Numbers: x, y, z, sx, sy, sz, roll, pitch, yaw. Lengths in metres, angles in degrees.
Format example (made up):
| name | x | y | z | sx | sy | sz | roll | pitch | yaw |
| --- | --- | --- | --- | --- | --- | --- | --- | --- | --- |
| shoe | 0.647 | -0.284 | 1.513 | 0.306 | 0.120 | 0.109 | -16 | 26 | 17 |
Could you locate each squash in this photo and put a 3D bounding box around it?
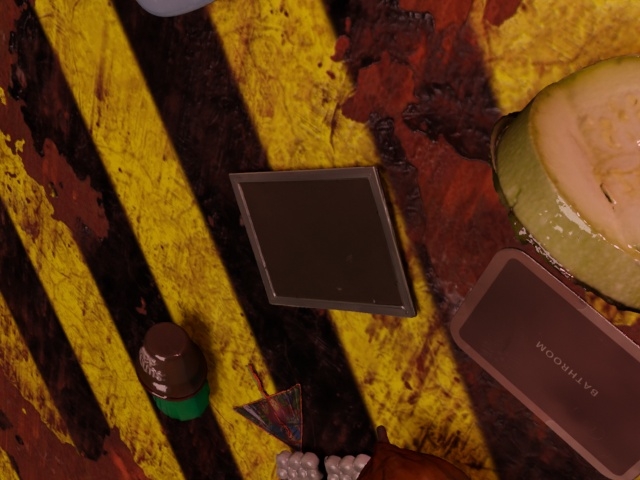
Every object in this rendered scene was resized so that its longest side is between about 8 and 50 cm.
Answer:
| name | x | y | z | sx | sy | sz | roll | pitch | yaw |
| --- | --- | --- | --- | --- | --- | --- | --- | --- | --- |
| squash | 0.250 | -0.054 | 0.767 | 0.220 | 0.220 | 0.133 | 46 | 141 | 12 |

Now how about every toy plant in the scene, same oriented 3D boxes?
| name | x | y | z | sx | sy | sz | roll | pitch | yaw |
| --- | --- | --- | --- | --- | --- | --- | --- | --- | --- |
| toy plant | -0.233 | 0.207 | 1.481 | 0.143 | 0.105 | 0.200 | 42 | 149 | 28 |

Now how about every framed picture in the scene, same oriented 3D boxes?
| name | x | y | z | sx | sy | sz | roll | pitch | yaw |
| --- | --- | --- | --- | --- | --- | --- | --- | --- | --- |
| framed picture | 0.000 | 0.000 | 1.191 | 0.252 | 0.014 | 0.197 | 2 | 115 | 43 |

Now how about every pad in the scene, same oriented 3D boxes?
| name | x | y | z | sx | sy | sz | roll | pitch | yaw |
| --- | --- | --- | --- | --- | --- | --- | --- | --- | --- |
| pad | 0.266 | 0.138 | 1.032 | 0.266 | 0.002 | 0.176 | 42 | 137 | 17 |

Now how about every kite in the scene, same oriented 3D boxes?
| name | x | y | z | sx | sy | sz | roll | pitch | yaw |
| --- | --- | --- | --- | --- | --- | --- | --- | --- | --- |
| kite | -0.072 | 0.254 | 1.422 | 0.190 | 0.010 | 0.159 | -31 | 91 | 48 |

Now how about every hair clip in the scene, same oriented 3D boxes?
| name | x | y | z | sx | sy | sz | roll | pitch | yaw |
| --- | --- | --- | --- | --- | --- | --- | --- | --- | --- |
| hair clip | 0.009 | 0.370 | 1.395 | 0.220 | 0.054 | 0.140 | -7 | 103 | 42 |

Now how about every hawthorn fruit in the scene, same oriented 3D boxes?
| name | x | y | z | sx | sy | sz | roll | pitch | yaw |
| --- | --- | --- | --- | --- | --- | --- | --- | --- | --- |
| hawthorn fruit | 0.111 | 0.352 | 1.179 | 0.208 | 0.208 | 0.248 | -31 | 79 | 49 |

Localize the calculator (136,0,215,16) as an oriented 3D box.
| name | x | y | z | sx | sy | sz | roll | pitch | yaw |
| --- | --- | --- | --- | --- | --- | --- | --- | --- | --- |
| calculator | -0.174 | -0.363 | 1.109 | 0.303 | 0.042 | 0.188 | -5 | 112 | 45 |
